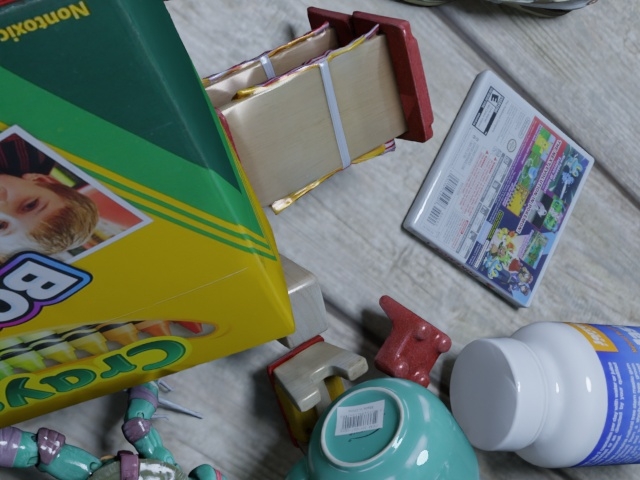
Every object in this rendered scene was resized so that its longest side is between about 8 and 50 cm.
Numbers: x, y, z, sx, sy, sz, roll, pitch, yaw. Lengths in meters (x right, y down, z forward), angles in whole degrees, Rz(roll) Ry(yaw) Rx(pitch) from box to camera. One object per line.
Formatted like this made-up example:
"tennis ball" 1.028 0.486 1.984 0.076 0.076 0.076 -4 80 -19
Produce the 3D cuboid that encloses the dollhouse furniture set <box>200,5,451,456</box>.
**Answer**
"dollhouse furniture set" 0.000 0.000 0.727 0.201 0.152 0.374 -29 120 -23

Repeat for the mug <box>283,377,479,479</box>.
"mug" 0.044 0.187 0.642 0.158 0.129 0.097 -43 126 -15

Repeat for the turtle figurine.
"turtle figurine" -0.164 0.198 0.649 0.234 0.118 0.175 9 87 -20

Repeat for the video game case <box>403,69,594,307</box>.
"video game case" 0.204 -0.055 0.871 0.183 0.023 0.201 33 76 -22

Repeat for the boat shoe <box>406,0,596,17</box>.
"boat shoe" 0.180 -0.303 0.811 0.302 0.103 0.113 -2 91 -26

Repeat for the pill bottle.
"pill bottle" 0.281 0.164 0.838 0.272 0.152 0.152 6 88 -26

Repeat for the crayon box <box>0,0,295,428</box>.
"crayon box" -0.227 0.004 0.444 0.362 0.313 0.106 -18 55 2
